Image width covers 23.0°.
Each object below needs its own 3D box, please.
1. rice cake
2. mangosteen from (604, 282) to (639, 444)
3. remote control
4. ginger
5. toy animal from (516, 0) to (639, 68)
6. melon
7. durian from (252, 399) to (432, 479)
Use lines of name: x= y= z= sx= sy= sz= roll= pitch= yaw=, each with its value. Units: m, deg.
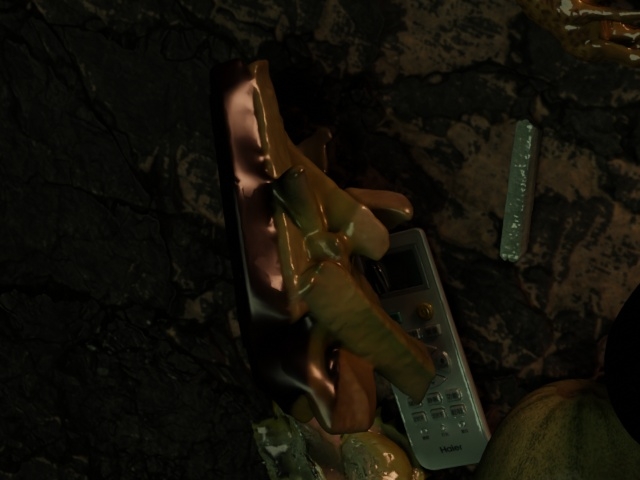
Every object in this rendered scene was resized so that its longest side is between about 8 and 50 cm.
rice cake: x=0.222 y=-0.057 z=1.745 sx=0.029 sy=0.033 sz=0.170 roll=15 pitch=117 yaw=25
mangosteen: x=0.435 y=0.142 z=1.605 sx=0.275 sy=0.275 sz=0.302 roll=0 pitch=139 yaw=27
remote control: x=0.125 y=0.129 z=1.862 sx=0.103 sy=0.051 sz=0.293 roll=-15 pitch=99 yaw=30
ginger: x=0.000 y=0.000 z=1.764 sx=0.211 sy=0.358 sz=0.413 roll=-9 pitch=91 yaw=-7
toy animal: x=0.252 y=-0.253 z=1.613 sx=0.275 sy=0.054 sz=0.149 roll=17 pitch=137 yaw=13
melon: x=0.279 y=0.315 z=1.739 sx=0.249 sy=0.248 sz=0.329 roll=6 pitch=109 yaw=25
durian: x=0.019 y=0.279 z=1.908 sx=0.172 sy=0.166 sz=0.306 roll=-31 pitch=85 yaw=31
